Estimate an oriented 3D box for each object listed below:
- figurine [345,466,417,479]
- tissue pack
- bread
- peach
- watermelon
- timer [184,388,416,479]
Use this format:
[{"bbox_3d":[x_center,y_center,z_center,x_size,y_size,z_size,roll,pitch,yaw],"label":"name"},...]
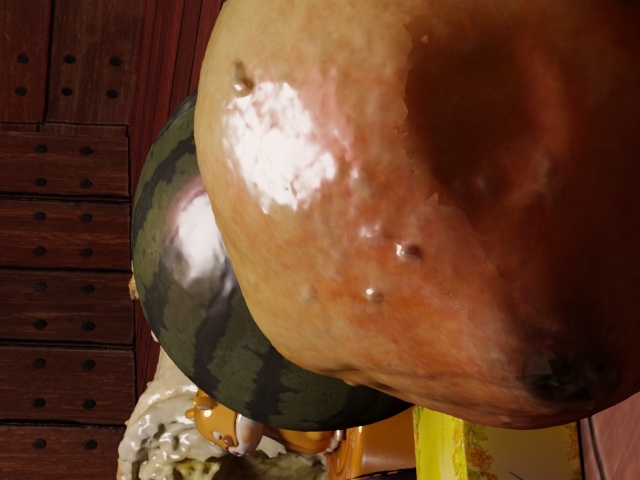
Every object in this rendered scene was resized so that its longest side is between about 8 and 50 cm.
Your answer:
[{"bbox_3d":[0.046,0.194,1.090,0.157,0.114,0.126,55,-173,25],"label":"figurine"},{"bbox_3d":[0.086,0.148,0.949,0.095,0.062,0.176,113,156,-64],"label":"tissue pack"},{"bbox_3d":[-0.042,0.083,1.382,0.192,0.171,0.314,-54,-26,-68],"label":"bread"},{"bbox_3d":[0.056,-0.019,0.728,0.232,0.233,0.232,-178,90,-80],"label":"peach"},{"bbox_3d":[0.000,0.000,1.069,0.212,0.212,0.212,-178,90,-80],"label":"watermelon"},{"bbox_3d":[-0.006,0.106,1.212,0.132,0.152,0.132,-178,90,-80],"label":"timer"}]
